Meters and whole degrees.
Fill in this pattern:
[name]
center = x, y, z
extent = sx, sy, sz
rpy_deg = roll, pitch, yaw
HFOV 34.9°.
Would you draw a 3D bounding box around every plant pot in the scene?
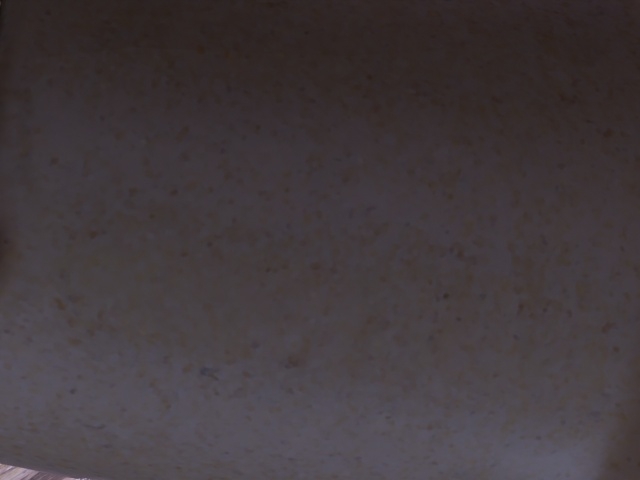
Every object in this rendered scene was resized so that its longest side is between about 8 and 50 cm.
[plant pot]
center = 0.000, 0.000, 0.463
extent = 0.306, 0.333, 0.334
rpy_deg = 8, 154, -17
